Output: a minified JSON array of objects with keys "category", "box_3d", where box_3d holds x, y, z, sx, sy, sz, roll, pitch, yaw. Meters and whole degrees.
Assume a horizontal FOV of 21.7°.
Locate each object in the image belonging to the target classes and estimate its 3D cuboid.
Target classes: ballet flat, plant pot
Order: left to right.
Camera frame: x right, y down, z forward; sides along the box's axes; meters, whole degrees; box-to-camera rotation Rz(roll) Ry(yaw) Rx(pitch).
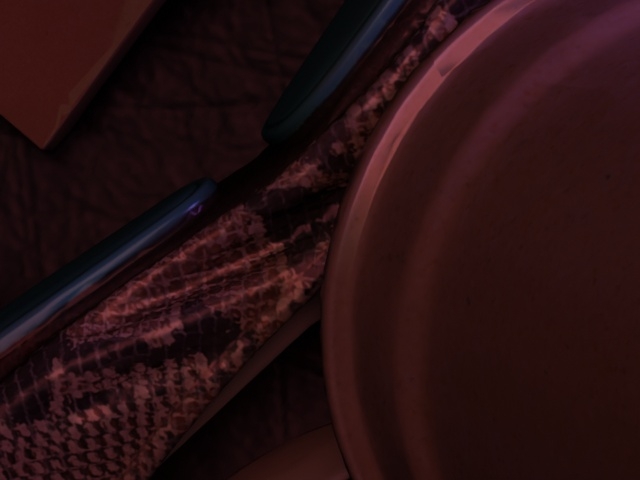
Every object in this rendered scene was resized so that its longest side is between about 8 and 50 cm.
[{"category":"ballet flat","box_3d":[0.000,0.000,0.773,0.483,0.164,0.182,-45,100,-1]},{"category":"plant pot","box_3d":[0.196,0.057,0.587,0.333,0.305,0.334,-2,100,-13]}]

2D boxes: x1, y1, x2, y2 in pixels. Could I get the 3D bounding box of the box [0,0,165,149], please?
[{"category":"box","box_3d":[-0.137,-0.172,0.845,0.164,0.021,0.201,40,99,12]}]
